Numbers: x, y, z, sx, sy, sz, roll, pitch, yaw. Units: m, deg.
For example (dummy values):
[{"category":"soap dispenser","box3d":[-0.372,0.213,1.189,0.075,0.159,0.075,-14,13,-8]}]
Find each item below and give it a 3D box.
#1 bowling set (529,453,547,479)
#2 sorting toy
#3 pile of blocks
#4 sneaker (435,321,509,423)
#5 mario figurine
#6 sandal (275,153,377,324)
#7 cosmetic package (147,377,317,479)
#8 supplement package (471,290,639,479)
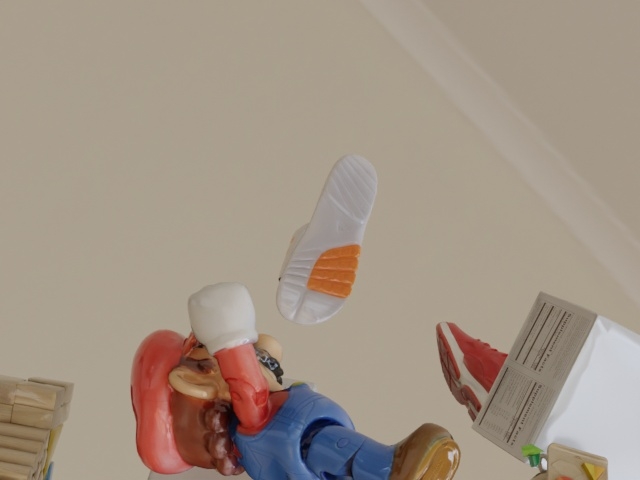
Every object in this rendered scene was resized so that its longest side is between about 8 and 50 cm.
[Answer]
[{"category":"bowling set","box3d":[0.370,0.331,1.701,0.287,0.200,0.154,62,-23,19]},{"category":"sorting toy","box3d":[0.209,0.202,1.330,0.083,0.062,0.012,17,-42,-8]},{"category":"pile of blocks","box3d":[-0.341,0.268,1.505,0.112,0.362,0.149,10,-52,4]},{"category":"sneaker","box3d":[0.245,0.179,2.132,0.221,0.128,0.087,-115,-167,-49]},{"category":"mario figurine","box3d":[-0.016,0.138,1.278,0.320,0.170,0.198,22,-71,31]},{"category":"sandal","box3d":[0.009,0.004,2.220,0.102,0.265,0.076,28,-19,-15]},{"category":"cosmetic package","box3d":[-0.078,0.279,1.473,0.138,0.225,0.224,7,-39,14]},{"category":"supplement package","box3d":[0.367,0.216,1.966,0.262,0.204,0.145,27,0,-25]}]
